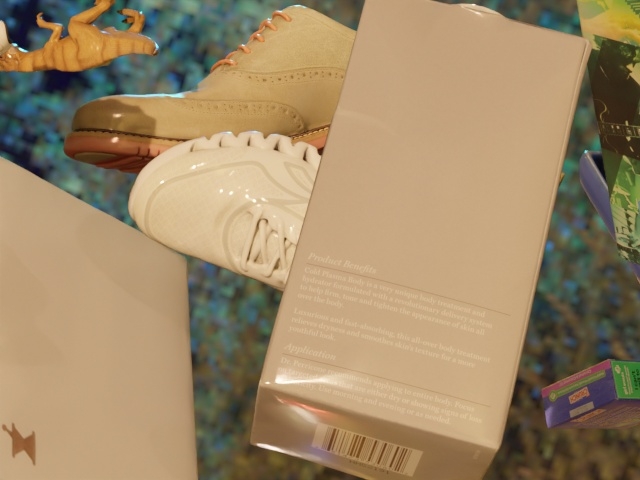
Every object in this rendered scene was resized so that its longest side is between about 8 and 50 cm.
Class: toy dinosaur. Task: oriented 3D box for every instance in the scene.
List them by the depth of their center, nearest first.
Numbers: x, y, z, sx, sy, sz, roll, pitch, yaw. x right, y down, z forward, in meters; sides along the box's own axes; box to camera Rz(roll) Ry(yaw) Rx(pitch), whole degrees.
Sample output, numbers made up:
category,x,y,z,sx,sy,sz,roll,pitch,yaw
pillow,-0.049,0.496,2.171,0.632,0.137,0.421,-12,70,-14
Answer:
category,x,y,z,sx,sy,sz,roll,pitch,yaw
toy dinosaur,-0.191,-0.171,1.693,0.064,0.211,0.112,58,-136,-36

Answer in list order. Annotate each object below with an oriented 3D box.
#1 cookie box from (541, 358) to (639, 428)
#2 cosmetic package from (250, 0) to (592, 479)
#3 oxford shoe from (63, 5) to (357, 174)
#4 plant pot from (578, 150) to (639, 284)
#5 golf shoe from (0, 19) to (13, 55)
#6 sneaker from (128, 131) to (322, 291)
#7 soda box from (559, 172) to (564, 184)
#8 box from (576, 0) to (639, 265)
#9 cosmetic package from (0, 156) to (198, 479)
category,x,y,z,sx,sy,sz,roll,pitch,yaw
cookie box,0.270,0.141,1.756,0.092,0.107,0.040,-30,64,45
cosmetic package,0.052,-0.001,1.004,0.107,0.127,0.238,101,-174,-64
oxford shoe,-0.059,-0.137,1.768,0.140,0.397,0.147,-2,95,54
plant pot,0.460,-0.063,2.316,0.212,0.236,0.236,-40,-23,29
golf shoe,-0.275,-0.170,1.375,0.198,0.094,0.077,58,170,41
sneaker,0.000,0.000,1.455,0.118,0.292,0.110,-93,17,-56
soda box,0.150,-0.082,1.932,0.058,0.181,0.061,-61,-5,21
box,0.345,-0.092,1.712,0.058,0.232,0.322,-34,-53,-29
cosmetic package,-0.368,0.164,1.859,0.327,0.393,0.329,32,-134,-51
